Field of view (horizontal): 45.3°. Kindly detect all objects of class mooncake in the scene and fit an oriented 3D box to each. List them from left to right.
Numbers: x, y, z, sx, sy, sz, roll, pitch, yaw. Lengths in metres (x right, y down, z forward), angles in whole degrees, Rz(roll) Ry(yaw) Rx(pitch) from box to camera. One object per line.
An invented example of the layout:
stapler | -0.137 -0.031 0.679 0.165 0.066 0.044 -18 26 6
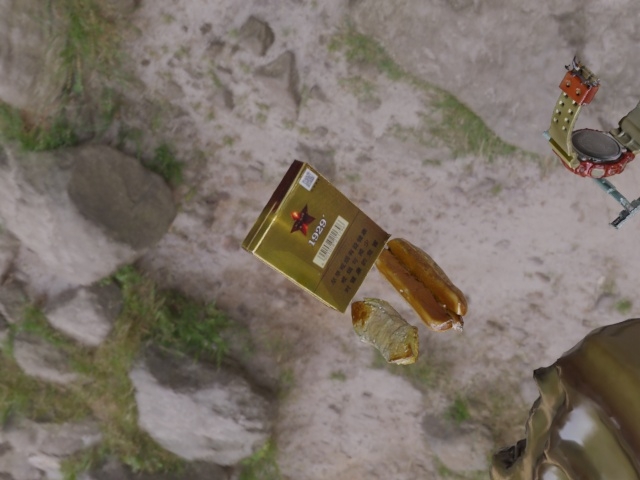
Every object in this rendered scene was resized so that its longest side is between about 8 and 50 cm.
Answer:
mooncake | 0.349 0.252 0.863 0.393 0.246 0.394 -145 42 -68

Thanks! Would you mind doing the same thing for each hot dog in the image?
hot dog | 0.113 0.152 1.257 0.061 0.078 0.169 18 -162 -41
hot dog | 0.182 0.082 1.368 0.236 0.092 0.062 53 -177 40

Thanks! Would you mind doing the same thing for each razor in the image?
razor | 0.469 -0.120 1.336 0.211 0.084 0.036 47 -171 12

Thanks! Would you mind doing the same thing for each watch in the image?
watch | 0.413 -0.209 1.079 0.164 0.102 0.268 -20 138 -10

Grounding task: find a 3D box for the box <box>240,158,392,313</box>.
box | 0.000 0.000 0.685 0.023 0.090 0.133 20 168 47
